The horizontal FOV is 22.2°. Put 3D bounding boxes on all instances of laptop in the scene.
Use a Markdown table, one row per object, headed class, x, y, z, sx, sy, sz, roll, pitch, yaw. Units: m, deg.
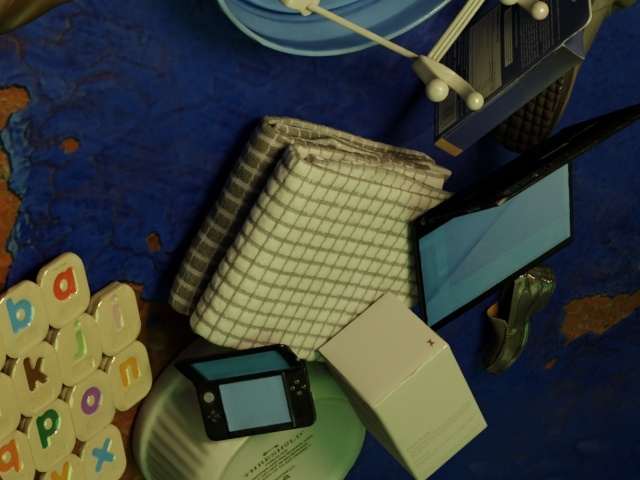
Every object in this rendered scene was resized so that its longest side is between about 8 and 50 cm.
| class | x | y | z | sx | sy | sz | roll | pitch | yaw |
| --- | --- | --- | --- | --- | --- | --- | --- | --- | --- |
| laptop | 0.228 | -0.020 | 1.713 | 0.234 | 0.264 | 0.136 | -31 | 97 | -26 |

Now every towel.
| class | x | y | z | sx | sy | sz | roll | pitch | yaw |
| --- | --- | --- | --- | --- | --- | --- | --- | --- | --- |
| towel | 0.000 | 0.000 | 1.726 | 0.284 | 0.121 | 0.235 | 10 | 117 | -46 |

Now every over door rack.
| class | x | y | z | sx | sy | sz | roll | pitch | yaw |
| --- | --- | --- | --- | --- | --- | --- | --- | --- | --- |
| over door rack | 0.120 | -0.258 | 1.469 | 0.324 | 0.108 | 0.239 | 21 | 109 | -50 |

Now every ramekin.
| class | x | y | z | sx | sy | sz | roll | pitch | yaw |
| --- | --- | --- | --- | --- | --- | --- | --- | --- | --- |
| ramekin | -0.069 | 0.219 | 1.858 | 0.273 | 0.127 | 0.273 | -25 | 140 | -24 |

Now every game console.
| class | x | y | z | sx | sy | sz | roll | pitch | yaw |
| --- | --- | --- | --- | --- | --- | --- | --- | --- | --- |
| game console | -0.077 | 0.158 | 1.687 | 0.122 | 0.071 | 0.107 | -10 | 99 | 12 |

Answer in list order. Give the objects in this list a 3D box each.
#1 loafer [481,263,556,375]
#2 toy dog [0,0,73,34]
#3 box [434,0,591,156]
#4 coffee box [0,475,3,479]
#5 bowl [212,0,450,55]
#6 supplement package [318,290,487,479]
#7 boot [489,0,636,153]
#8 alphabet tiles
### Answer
| class | x | y | z | sx | sy | sz | roll | pitch | yaw |
| --- | --- | --- | --- | --- | --- | --- | --- | --- | --- |
| loafer | 0.239 | 0.098 | 2.100 | 0.061 | 0.062 | 0.170 | 11 | 115 | -23 |
| toy dog | -0.203 | -0.326 | 1.093 | 0.395 | 0.284 | 0.408 | -3 | 128 | -25 |
| box | 0.199 | -0.195 | 1.636 | 0.036 | 0.136 | 0.225 | 27 | 136 | -26 |
| coffee box | -0.389 | 0.213 | 1.410 | 0.119 | 0.297 | 0.168 | 8 | 120 | -47 |
| bowl | 0.039 | -0.350 | 1.457 | 0.391 | 0.077 | 0.391 | -26 | 140 | -24 |
| supplement package | 0.091 | 0.160 | 1.763 | 0.105 | 0.105 | 0.179 | -39 | 141 | -9 |
| boot | 0.307 | -0.255 | 1.777 | 0.223 | 0.118 | 0.338 | -21 | 142 | -37 |
| alphabet tiles | -0.277 | 0.163 | 1.605 | 0.284 | 0.021 | 0.278 | -37 | 132 | -39 |
